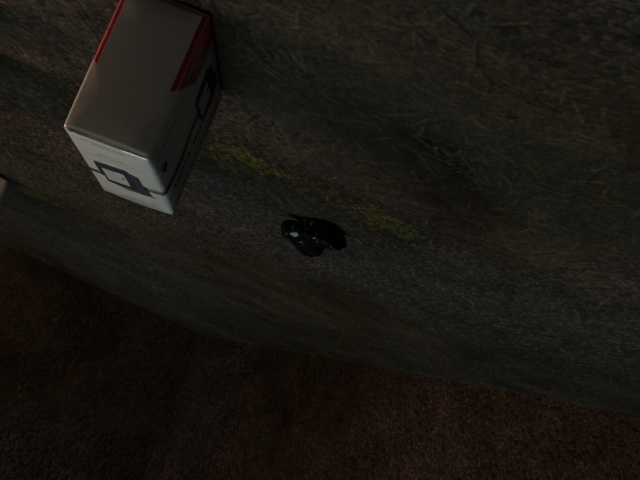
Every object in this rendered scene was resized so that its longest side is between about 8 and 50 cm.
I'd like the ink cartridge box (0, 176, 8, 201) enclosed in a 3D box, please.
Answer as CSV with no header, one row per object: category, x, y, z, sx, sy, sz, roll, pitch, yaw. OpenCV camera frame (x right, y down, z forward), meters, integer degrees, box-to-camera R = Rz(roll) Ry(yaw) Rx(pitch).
ink cartridge box,-0.900,-0.133,2.617,0.226,0.131,0.306,29,167,-34

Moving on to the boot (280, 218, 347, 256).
boot,0.000,0.000,1.875,0.099,0.045,0.121,8,162,37

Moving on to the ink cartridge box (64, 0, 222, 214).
ink cartridge box,-0.189,-0.147,1.253,0.100,0.172,0.237,21,168,3
